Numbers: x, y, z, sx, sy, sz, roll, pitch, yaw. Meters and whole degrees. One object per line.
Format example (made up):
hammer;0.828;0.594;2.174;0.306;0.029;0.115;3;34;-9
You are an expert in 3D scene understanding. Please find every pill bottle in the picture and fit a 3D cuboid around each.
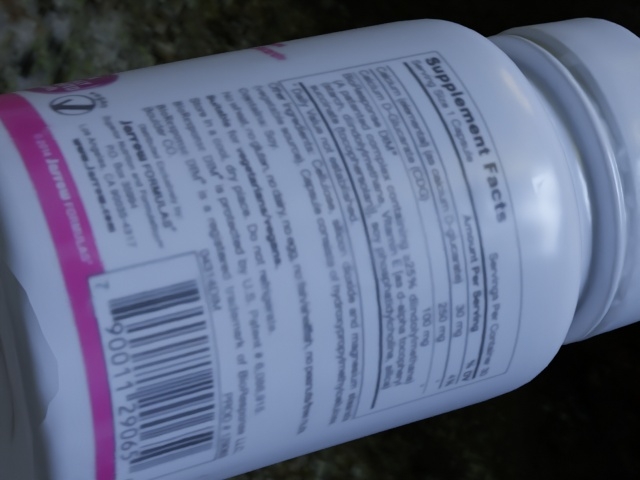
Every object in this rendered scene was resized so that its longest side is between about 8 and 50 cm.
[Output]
pill bottle;0.000;0.000;0.588;0.160;0.283;0.160;43;-41;52
